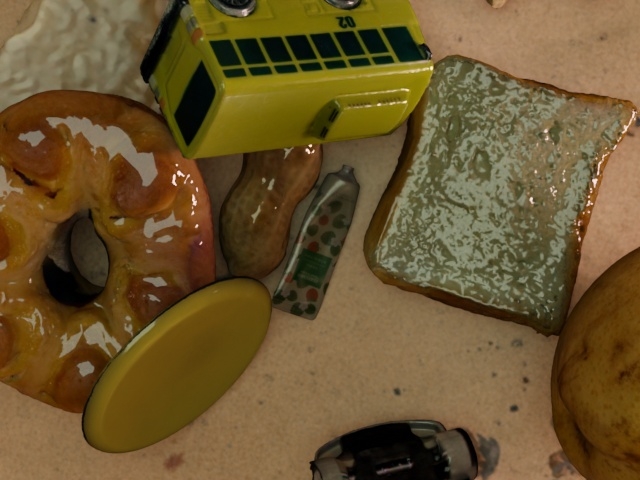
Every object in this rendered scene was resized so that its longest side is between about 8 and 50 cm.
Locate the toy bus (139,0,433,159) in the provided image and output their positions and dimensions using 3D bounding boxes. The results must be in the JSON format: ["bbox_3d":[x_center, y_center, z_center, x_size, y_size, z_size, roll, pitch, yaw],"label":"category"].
[{"bbox_3d":[-0.024,-0.168,1.687,0.262,0.128,0.150,-9,60,-31],"label":"toy bus"}]

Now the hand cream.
[{"bbox_3d":[0.000,0.000,1.798,0.057,0.037,0.165,20,91,-28],"label":"hand cream"}]

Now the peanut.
[{"bbox_3d":[-0.051,-0.048,1.781,0.089,0.089,0.193,24,95,6],"label":"peanut"}]

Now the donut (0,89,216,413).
[{"bbox_3d":[-0.239,0.009,1.739,0.299,0.150,0.317,35,99,-5],"label":"donut"}]

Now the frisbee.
[{"bbox_3d":[-0.137,0.127,1.712,0.236,0.236,0.017,-46,65,3],"label":"frisbee"}]

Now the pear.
[{"bbox_3d":[0.373,0.127,1.630,0.314,0.314,0.314,0,88,5],"label":"pear"}]

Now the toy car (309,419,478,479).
[{"bbox_3d":[0.087,0.297,1.715,0.172,0.158,0.235,-10,46,-14],"label":"toy car"}]

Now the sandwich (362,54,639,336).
[{"bbox_3d":[0.178,-0.050,1.758,0.226,0.087,0.251,18,90,7],"label":"sandwich"}]

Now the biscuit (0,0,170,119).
[{"bbox_3d":[-0.250,-0.169,1.824,0.204,0.040,0.309,35,93,5],"label":"biscuit"}]

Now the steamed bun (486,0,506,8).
[{"bbox_3d":[0.221,-0.377,1.740,0.295,0.137,0.292,-20,88,3],"label":"steamed bun"}]
